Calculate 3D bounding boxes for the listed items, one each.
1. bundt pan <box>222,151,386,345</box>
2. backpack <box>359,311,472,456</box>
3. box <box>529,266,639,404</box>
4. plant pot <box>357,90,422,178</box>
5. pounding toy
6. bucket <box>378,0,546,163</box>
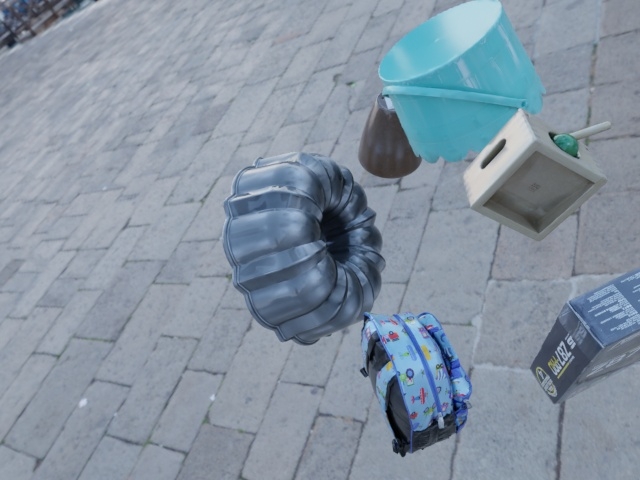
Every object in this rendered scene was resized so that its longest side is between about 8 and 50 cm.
[{"bbox_3d":[0.000,0.000,0.860,0.124,0.331,0.331,-17,42,33],"label":"bundt pan"},{"bbox_3d":[0.116,0.161,0.660,0.116,0.173,0.158,-19,47,-4],"label":"backpack"},{"bbox_3d":[0.582,0.123,0.908,0.394,0.318,0.097,-24,56,-6],"label":"box"},{"bbox_3d":[0.227,-0.352,1.650,0.215,0.231,0.216,-1,55,2],"label":"plant pot"},{"bbox_3d":[0.269,-0.092,0.633,0.141,0.130,0.100,-54,21,37],"label":"pounding toy"},{"bbox_3d":[0.253,-0.298,0.976,0.281,0.183,0.281,-27,32,19],"label":"bucket"}]
